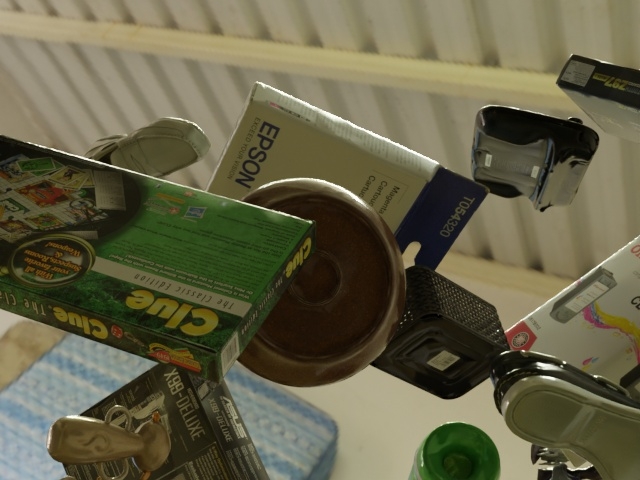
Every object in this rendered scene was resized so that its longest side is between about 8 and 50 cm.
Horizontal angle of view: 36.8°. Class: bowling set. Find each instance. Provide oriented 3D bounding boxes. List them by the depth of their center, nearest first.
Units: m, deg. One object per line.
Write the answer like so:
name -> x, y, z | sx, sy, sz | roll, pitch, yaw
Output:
bowling set -> -0.242, 0.305, 0.945 | 0.154, 0.287, 0.200 | 16, -15, -42

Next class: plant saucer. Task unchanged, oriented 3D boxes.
plant saucer -> -0.008, 0.031, 0.755 | 0.168, 0.168, 0.029 | 36, -14, -8

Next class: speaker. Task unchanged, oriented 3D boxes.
speaker -> 0.183, 0.386, 1.434 | 0.131, 0.131, 0.296 | 25, -35, 13

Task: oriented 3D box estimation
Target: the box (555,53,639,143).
box -> 0.488, -0.188, 1.419 | 0.183, 0.059, 0.232 | 27, 2, -45

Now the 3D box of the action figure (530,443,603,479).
action figure -> 0.579, 0.455, 1.952 | 0.285, 0.099, 0.185 | -11, -75, 24

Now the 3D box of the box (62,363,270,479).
box -> -0.185, 0.324, 1.212 | 0.242, 0.076, 0.307 | -34, -106, 22

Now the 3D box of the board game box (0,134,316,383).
board game box -> -0.147, 0.001, 0.617 | 0.259, 0.136, 0.030 | 16, -51, 19

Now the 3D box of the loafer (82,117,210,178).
loafer -> -0.332, -0.149, 1.783 | 0.319, 0.111, 0.112 | -9, -51, 42

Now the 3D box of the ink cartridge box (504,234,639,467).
ink cartridge box -> 0.433, 0.155, 1.430 | 0.131, 0.306, 0.226 | 49, 6, -21

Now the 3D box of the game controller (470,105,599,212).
game controller -> 0.300, -0.117, 1.391 | 0.166, 0.067, 0.319 | 24, -10, 12

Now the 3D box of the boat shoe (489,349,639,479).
boat shoe -> 0.333, 0.215, 1.157 | 0.302, 0.091, 0.114 | 32, -70, -24

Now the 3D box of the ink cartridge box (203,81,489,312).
ink cartridge box -> 0.000, 0.000, 1.253 | 0.330, 0.071, 0.324 | 24, -56, -8

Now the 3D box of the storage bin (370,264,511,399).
storage bin -> 0.149, 0.124, 1.258 | 0.180, 0.084, 0.122 | 29, -57, -34
